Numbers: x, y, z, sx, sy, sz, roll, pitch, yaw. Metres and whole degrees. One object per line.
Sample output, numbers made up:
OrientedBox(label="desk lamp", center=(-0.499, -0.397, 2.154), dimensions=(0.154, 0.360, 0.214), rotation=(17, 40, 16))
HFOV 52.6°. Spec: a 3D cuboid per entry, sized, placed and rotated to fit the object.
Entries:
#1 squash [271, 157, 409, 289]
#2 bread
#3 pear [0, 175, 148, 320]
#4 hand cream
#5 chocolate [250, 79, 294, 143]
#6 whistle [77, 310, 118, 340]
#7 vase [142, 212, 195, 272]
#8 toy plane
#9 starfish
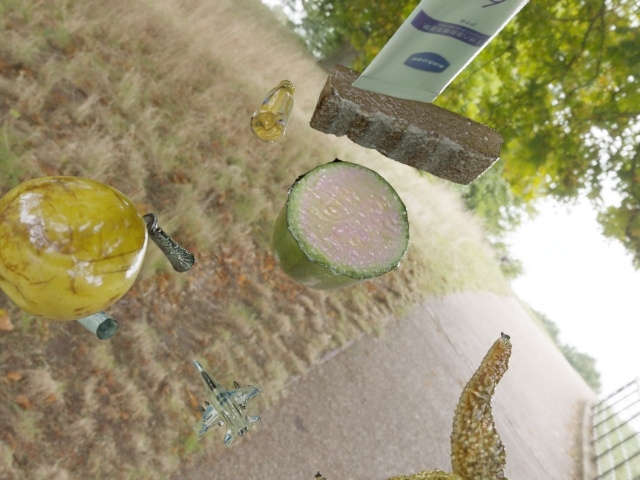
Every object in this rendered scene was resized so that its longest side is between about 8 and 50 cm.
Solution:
OrientedBox(label="squash", center=(0.023, 0.012, 1.589), dimensions=(0.310, 0.310, 0.309), rotation=(58, -29, 15))
OrientedBox(label="bread", center=(0.190, -0.250, 1.468), dimensions=(0.416, 0.113, 0.165), rotation=(20, -20, -5))
OrientedBox(label="pear", center=(-0.461, 0.011, 1.184), dimensions=(0.281, 0.280, 0.281), rotation=(56, 5, -7))
OrientedBox(label="hand cream", center=(0.152, -0.237, 0.630), dimensions=(0.320, 0.109, 0.067), rotation=(-41, -130, 55))
OrientedBox(label="chocolate", center=(-0.100, -0.305, 1.472), dimensions=(0.086, 0.085, 0.219), rotation=(55, 27, -26))
OrientedBox(label="whistle", center=(-0.616, 0.151, 1.611), dimensions=(0.312, 0.062, 0.062), rotation=(27, -13, 33))
OrientedBox(label="vase", center=(-0.348, 0.006, 1.456), dimensions=(0.059, 0.059, 0.167), rotation=(61, 2, 40))
OrientedBox(label="toy plane", center=(-0.250, 0.387, 1.604), dimensions=(0.262, 0.192, 0.088), rotation=(40, -24, 46))
OrientedBox(label="starfish", center=(0.214, 0.387, 0.988), dimensions=(0.398, 0.383, 0.132), rotation=(52, 20, -20))
